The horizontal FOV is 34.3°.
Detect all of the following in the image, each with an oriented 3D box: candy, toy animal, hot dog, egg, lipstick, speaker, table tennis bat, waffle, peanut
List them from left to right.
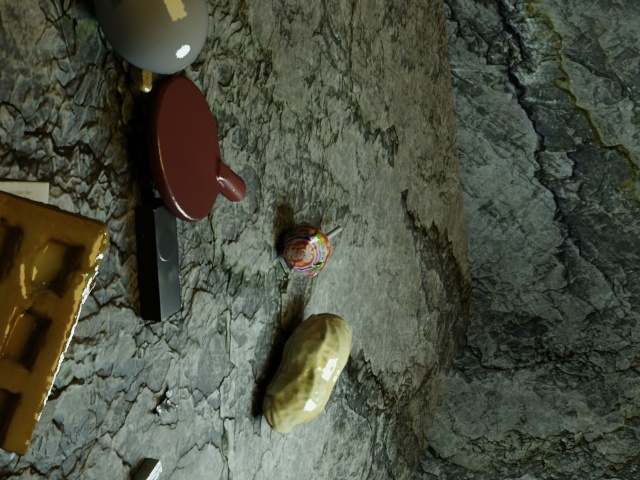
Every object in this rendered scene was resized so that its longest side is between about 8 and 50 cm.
[{"bbox_3d":[-0.448,0.060,1.215,0.348,0.077,0.304,21,87,-23],"label":"waffle"},{"bbox_3d":[-0.345,0.469,1.962,0.129,0.030,0.030,-56,146,-48],"label":"lipstick"},{"bbox_3d":[-0.313,-0.296,1.799,0.030,0.034,0.090,36,44,-54],"label":"hot dog"},{"bbox_3d":[-0.276,-0.380,1.671,0.232,0.176,0.176,64,39,-51],"label":"egg"},{"bbox_3d":[-0.299,0.035,1.921,0.082,0.044,0.218,-35,128,-62],"label":"speaker"},{"bbox_3d":[-0.297,0.323,2.037,0.084,0.028,0.050,-58,139,-45],"label":"toy animal"},{"bbox_3d":[-0.233,-0.157,1.981,0.414,0.051,0.268,40,48,-69],"label":"table tennis bat"},{"bbox_3d":[-0.030,0.324,2.535,0.174,0.158,0.340,100,10,-66],"label":"peanut"},{"bbox_3d":[0.000,0.000,2.590,0.365,0.124,0.124,-37,131,-70],"label":"candy"}]

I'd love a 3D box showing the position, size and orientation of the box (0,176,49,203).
[{"bbox_3d":[-0.483,0.012,1.369,0.260,0.111,0.195,-4,100,-65],"label":"box"}]
